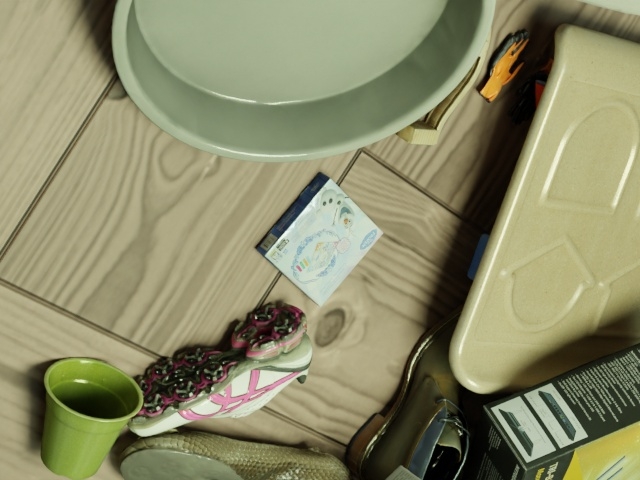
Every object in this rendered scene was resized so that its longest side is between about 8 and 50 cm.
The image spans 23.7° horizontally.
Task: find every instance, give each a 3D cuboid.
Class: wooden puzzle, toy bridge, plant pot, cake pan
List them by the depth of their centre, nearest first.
[{"bbox_3d":[-0.014,-0.177,1.164,0.293,0.054,0.293,-8,140,-7],"label":"cake pan"},{"bbox_3d":[-0.198,0.153,1.269,0.083,0.083,0.079,1,125,-35],"label":"plant pot"},{"bbox_3d":[0.120,-0.176,1.355,0.063,0.026,0.188,2,111,-38],"label":"toy bridge"},{"bbox_3d":[0.271,-0.021,1.497,0.322,0.080,0.347,7,103,-42],"label":"wooden puzzle"}]

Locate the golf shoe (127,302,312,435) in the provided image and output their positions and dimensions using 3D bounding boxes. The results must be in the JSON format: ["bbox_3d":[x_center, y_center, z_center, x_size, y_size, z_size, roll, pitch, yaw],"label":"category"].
[{"bbox_3d":[-0.084,0.131,1.336,0.186,0.067,0.086,-26,126,-23],"label":"golf shoe"}]

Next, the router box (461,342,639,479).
[{"bbox_3d":[0.259,0.234,1.530,0.243,0.081,0.308,-20,146,-19],"label":"router box"}]

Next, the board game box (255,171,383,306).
[{"bbox_3d":[0.000,0.000,1.361,0.090,0.020,0.090,-49,130,-5],"label":"board game box"}]

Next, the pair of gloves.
[{"bbox_3d":[0.185,-0.151,1.423,0.083,0.010,0.074,35,89,-43],"label":"pair of gloves"}]

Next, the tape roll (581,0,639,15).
[{"bbox_3d":[0.130,-0.277,1.072,0.392,0.392,0.072,30,86,-40],"label":"tape roll"}]

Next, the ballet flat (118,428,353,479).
[{"bbox_3d":[-0.073,0.204,1.394,0.250,0.058,0.084,14,139,-33],"label":"ballet flat"}]

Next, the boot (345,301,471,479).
[{"bbox_3d":[0.125,0.163,1.471,0.082,0.106,0.219,35,90,-40],"label":"boot"}]

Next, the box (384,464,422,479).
[{"bbox_3d":[0.104,0.322,1.392,0.114,0.103,0.203,-41,127,-15],"label":"box"}]
